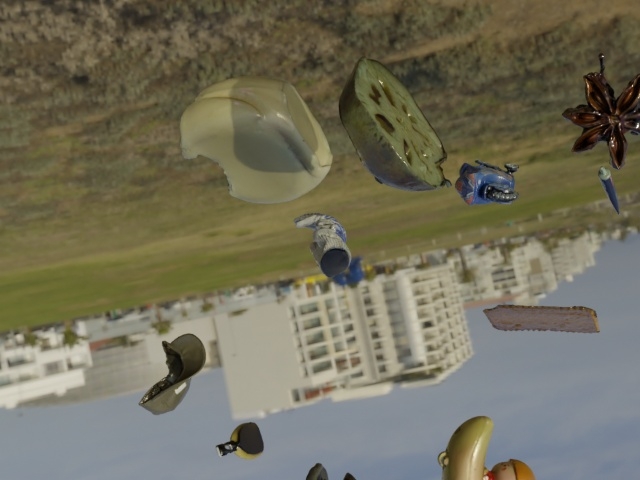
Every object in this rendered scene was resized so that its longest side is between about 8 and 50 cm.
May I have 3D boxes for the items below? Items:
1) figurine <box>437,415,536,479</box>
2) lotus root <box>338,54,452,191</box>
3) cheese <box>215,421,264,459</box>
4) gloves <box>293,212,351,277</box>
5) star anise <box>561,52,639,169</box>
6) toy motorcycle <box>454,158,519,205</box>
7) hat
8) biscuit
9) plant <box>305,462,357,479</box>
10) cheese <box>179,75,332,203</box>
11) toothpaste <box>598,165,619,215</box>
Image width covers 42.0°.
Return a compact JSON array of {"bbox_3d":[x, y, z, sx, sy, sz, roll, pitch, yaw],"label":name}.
[{"bbox_3d":[0.362,0.541,1.809,0.222,0.325,0.124,0,-175,-1],"label":"figurine"},{"bbox_3d":[0.084,-0.137,1.090,0.078,0.204,0.183,-35,172,28],"label":"lotus root"},{"bbox_3d":[-0.189,0.472,1.925,0.036,0.086,0.162,-24,168,24],"label":"cheese"},{"bbox_3d":[0.006,0.001,1.814,0.097,0.119,0.229,-5,-151,-23],"label":"gloves"},{"bbox_3d":[0.651,-0.277,1.852,0.125,0.190,0.220,-22,144,-57],"label":"star anise"},{"bbox_3d":[0.305,-0.105,1.542,0.114,0.076,0.205,7,-162,7],"label":"toy motorcycle"},{"bbox_3d":[-0.299,0.301,1.838,0.173,0.166,0.144,-6,140,27],"label":"hat"},{"bbox_3d":[0.469,0.167,1.770,0.232,0.013,0.237,0,162,21],"label":"biscuit"},{"bbox_3d":[0.006,0.656,1.843,0.188,0.276,0.199,21,-166,5],"label":"plant"},{"bbox_3d":[-0.113,-0.176,1.505,0.233,0.127,0.266,-10,138,26],"label":"cheese"},{"bbox_3d":[0.501,-0.089,1.442,0.021,0.037,0.140,-19,145,20],"label":"toothpaste"}]
